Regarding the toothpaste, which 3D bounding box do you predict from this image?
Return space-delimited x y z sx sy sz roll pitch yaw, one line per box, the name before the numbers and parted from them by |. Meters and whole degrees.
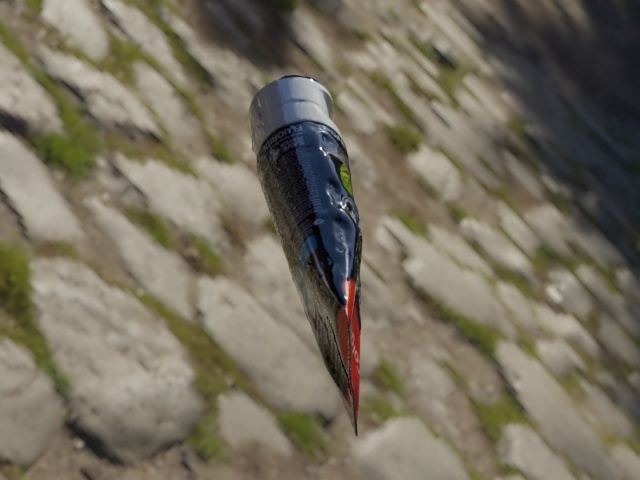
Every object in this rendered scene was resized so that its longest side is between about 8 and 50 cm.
toothpaste | 0.000 0.000 0.833 0.193 0.045 0.071 -104 -173 -49
